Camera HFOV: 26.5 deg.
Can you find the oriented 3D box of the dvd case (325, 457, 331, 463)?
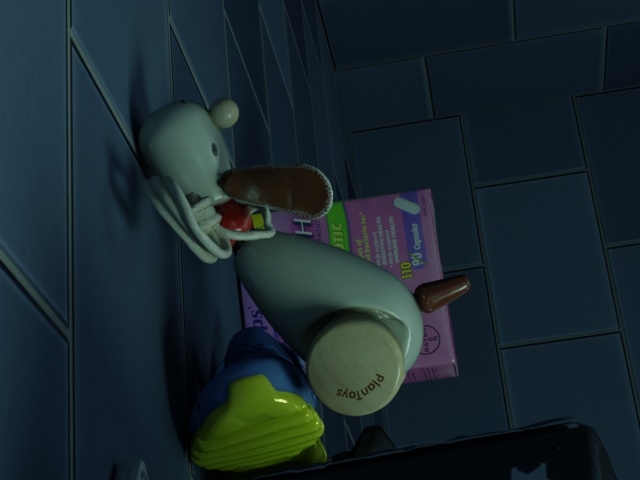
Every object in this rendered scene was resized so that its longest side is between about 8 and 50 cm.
[{"bbox_3d":[-0.037,0.300,1.251,0.164,0.018,0.221,-63,176,8],"label":"dvd case"}]

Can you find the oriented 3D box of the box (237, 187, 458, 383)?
[{"bbox_3d":[0.031,0.068,1.639,0.117,0.243,0.213,60,23,-74],"label":"box"}]

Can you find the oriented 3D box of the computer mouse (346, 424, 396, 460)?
[{"bbox_3d":[0.021,0.298,1.303,0.272,0.072,0.188,-65,176,26],"label":"computer mouse"}]

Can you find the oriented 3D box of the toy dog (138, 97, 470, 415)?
[{"bbox_3d":[0.000,0.000,1.176,0.334,0.161,0.220,51,2,-20],"label":"toy dog"}]

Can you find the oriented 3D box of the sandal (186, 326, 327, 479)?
[{"bbox_3d":[-0.063,0.145,1.275,0.317,0.126,0.138,94,-13,-75],"label":"sandal"}]

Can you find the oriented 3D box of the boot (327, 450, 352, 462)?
[{"bbox_3d":[0.072,0.506,1.961,0.260,0.131,0.348,-87,167,-65],"label":"boot"}]

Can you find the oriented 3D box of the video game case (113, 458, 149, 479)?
[{"bbox_3d":[-0.118,0.285,0.932,0.183,0.023,0.201,-89,169,-60],"label":"video game case"}]

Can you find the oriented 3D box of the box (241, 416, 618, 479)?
[{"bbox_3d":[0.091,0.445,0.760,0.480,0.297,0.472,-83,154,-47],"label":"box"}]
